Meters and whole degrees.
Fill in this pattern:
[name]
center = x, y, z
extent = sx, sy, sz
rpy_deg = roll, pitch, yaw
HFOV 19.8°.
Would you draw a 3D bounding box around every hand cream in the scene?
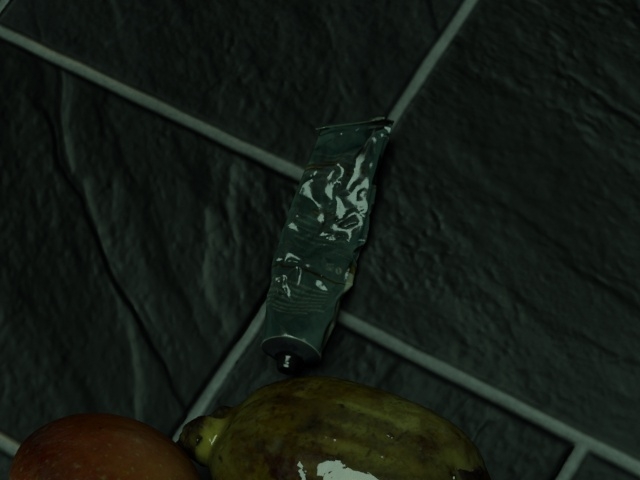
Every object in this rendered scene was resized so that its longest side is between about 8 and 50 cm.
[hand cream]
center = 0.000, 0.000, 1.560
extent = 0.075, 0.052, 0.248
rpy_deg = 8, 65, 16

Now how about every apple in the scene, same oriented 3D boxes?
[apple]
center = -0.159, 0.232, 1.407
extent = 0.162, 0.201, 0.201
rpy_deg = 2, 61, -14

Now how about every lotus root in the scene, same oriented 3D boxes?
[lotus root]
center = 0.007, 0.177, 1.420
extent = 0.260, 0.128, 0.145
rpy_deg = 11, 33, 22
